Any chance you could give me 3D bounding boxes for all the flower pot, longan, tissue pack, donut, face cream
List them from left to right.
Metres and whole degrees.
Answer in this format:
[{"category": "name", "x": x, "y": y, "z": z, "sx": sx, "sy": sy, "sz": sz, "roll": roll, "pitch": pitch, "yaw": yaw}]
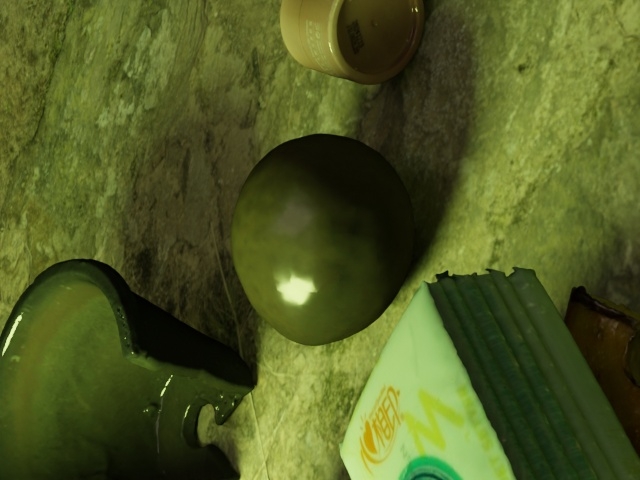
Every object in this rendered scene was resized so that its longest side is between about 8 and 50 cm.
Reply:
[{"category": "flower pot", "x": -0.251, "y": 0.223, "z": 1.981, "sx": 0.379, "sy": 0.251, "sz": 0.379, "roll": -15, "pitch": 70, "yaw": 48}, {"category": "longan", "x": 0.000, "y": 0.000, "z": 1.783, "sx": 0.248, "sy": 0.248, "sz": 0.248, "roll": -18, "pitch": 65, "yaw": 46}, {"category": "face cream", "x": 0.039, "y": -0.270, "z": 1.859, "sx": 0.104, "sy": 0.149, "sz": 0.149, "roll": 23, "pitch": 97, "yaw": 50}, {"category": "tissue pack", "x": 0.174, "y": 0.260, "z": 1.423, "sx": 0.287, "sy": 0.162, "sz": 0.388, "roll": 113, "pitch": 144, "yaw": -42}, {"category": "donut", "x": 0.311, "y": 0.160, "z": 1.441, "sx": 0.259, "sy": 0.101, "sz": 0.152, "roll": 35, "pitch": 107, "yaw": 48}]
